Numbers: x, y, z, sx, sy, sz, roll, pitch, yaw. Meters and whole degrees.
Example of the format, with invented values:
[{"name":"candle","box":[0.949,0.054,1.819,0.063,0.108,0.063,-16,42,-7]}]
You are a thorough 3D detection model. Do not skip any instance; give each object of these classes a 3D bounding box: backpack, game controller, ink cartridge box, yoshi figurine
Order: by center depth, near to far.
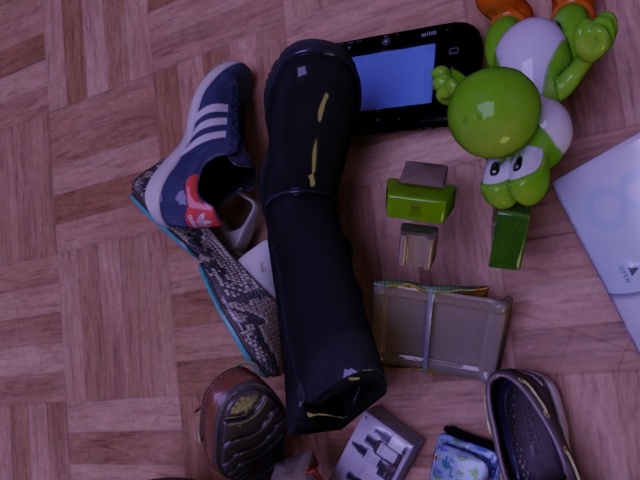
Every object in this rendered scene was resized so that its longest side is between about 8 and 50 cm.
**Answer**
[{"name":"ink cartridge box","box":[0.518,-0.028,0.792,0.385,0.091,0.308,-34,66,34]},{"name":"yoshi figurine","box":[0.255,-0.220,0.869,0.203,0.203,0.362,19,62,-5]},{"name":"backpack","box":[0.210,0.348,0.992,0.105,0.084,0.114,13,96,33]},{"name":"game controller","box":[0.107,-0.256,1.101,0.319,0.067,0.166,-1,87,30]}]

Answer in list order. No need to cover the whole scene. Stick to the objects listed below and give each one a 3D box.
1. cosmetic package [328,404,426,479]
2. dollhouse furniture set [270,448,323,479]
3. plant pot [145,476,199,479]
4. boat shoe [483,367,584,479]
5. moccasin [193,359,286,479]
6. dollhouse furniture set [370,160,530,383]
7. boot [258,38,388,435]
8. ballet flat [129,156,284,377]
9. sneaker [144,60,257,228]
[{"name":"cosmetic package","box":[0.067,0.395,1.087,0.099,0.060,0.239,31,103,29]},{"name":"dollhouse furniture set","box":[0.013,0.465,1.021,0.262,0.135,0.259,-26,100,15]},{"name":"plant pot","box":[-0.220,0.539,1.172,0.284,0.191,0.284,-2,87,31]},{"name":"boat shoe","box":[0.298,0.327,0.893,0.117,0.097,0.324,-30,59,34]},{"name":"moccasin","box":[-0.124,0.284,1.062,0.139,0.380,0.147,-33,63,-12]},{"name":"dollhouse furniture set","box":[0.186,0.044,0.997,0.198,0.151,0.301,8,121,12]},{"name":"boot","box":[0.000,0.001,0.944,0.146,0.367,0.445,0,54,-9]},{"name":"ballet flat","box":[-0.165,0.009,1.207,0.182,0.164,0.483,-41,65,2]},{"name":"sneaker","box":[-0.161,-0.165,1.177,0.148,0.131,0.350,10,65,22]}]
